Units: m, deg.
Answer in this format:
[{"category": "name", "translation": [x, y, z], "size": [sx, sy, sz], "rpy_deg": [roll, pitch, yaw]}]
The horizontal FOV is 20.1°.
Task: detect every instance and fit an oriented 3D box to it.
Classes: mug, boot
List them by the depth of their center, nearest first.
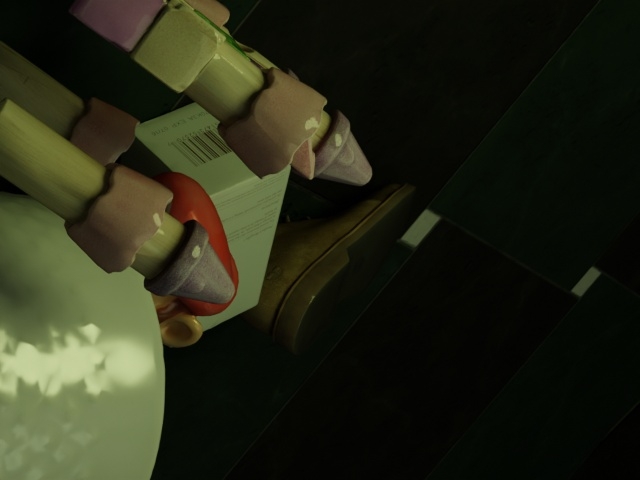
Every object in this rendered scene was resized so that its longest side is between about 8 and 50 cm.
[{"category": "mug", "translation": [-0.341, 0.133, 1.253], "size": [0.328, 0.276, 0.374], "rpy_deg": [3, 134, -41]}, {"category": "boot", "translation": [0.000, 0.000, 1.746], "size": [0.305, 0.115, 0.112], "rpy_deg": [-38, 149, -56]}]

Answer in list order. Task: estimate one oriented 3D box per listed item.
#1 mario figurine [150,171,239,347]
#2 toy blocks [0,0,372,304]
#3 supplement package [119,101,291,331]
[{"category": "mario figurine", "translation": [-0.204, 0.060, 1.418], "size": [0.320, 0.198, 0.170], "rpy_deg": [-45, -173, 28]}, {"category": "toy blocks", "translation": [-0.049, -0.120, 1.216], "size": [0.260, 0.288, 0.309], "rpy_deg": [36, 96, -18]}, {"category": "supplement package", "translation": [-0.108, -0.017, 1.546], "size": [0.105, 0.105, 0.179], "rpy_deg": [-26, 146, -37]}]
